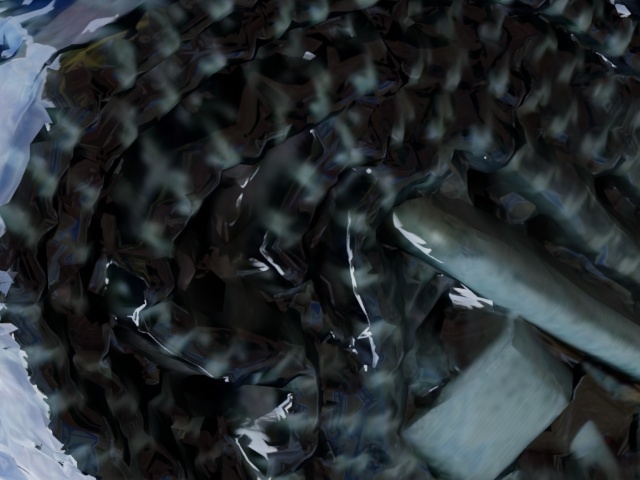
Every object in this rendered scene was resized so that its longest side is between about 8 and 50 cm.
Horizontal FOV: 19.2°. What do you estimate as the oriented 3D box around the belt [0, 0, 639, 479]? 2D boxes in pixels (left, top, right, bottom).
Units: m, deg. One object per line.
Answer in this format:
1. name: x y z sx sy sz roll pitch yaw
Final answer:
1. belt: 0.000 0.000 0.464 0.295 0.207 0.160 24 -177 -39
